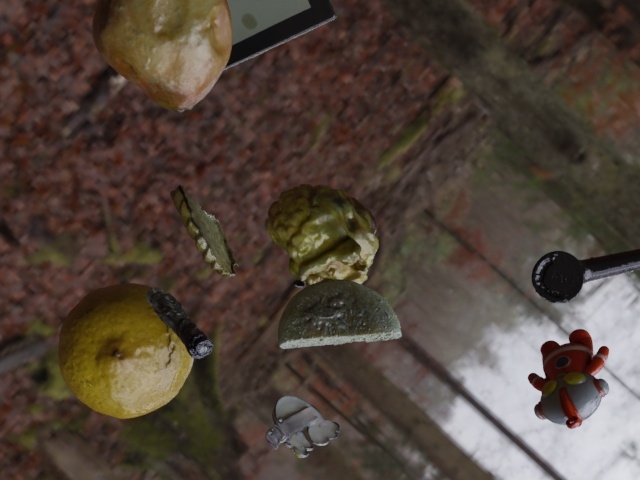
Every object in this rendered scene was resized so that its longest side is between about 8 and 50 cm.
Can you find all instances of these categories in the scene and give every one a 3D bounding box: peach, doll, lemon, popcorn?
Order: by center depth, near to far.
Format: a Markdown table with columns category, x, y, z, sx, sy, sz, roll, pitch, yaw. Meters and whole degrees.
| category | x | y | z | sx | sy | sz | roll | pitch | yaw |
| --- | --- | --- | --- | --- | --- | --- | --- | --- | --- |
| peach | -0.240 | -0.316 | 1.655 | 0.214 | 0.235 | 0.214 | -15 | 180 | 0 |
| popcorn | 0.003 | 0.000 | 1.881 | 0.218 | 0.189 | 0.169 | 11 | 140 | -44 |
| lemon | -0.382 | 0.215 | 2.112 | 0.293 | 0.293 | 0.293 | -48 | 179 | -1 |
| doll | 0.553 | 0.315 | 2.391 | 0.200 | 0.105 | 0.336 | -24 | -159 | 21 |

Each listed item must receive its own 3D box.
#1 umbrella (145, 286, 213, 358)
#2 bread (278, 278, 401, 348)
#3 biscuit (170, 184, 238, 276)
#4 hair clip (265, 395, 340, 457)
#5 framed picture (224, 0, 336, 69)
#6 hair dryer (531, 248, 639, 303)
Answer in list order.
| category | x | y | z | sx | sy | sz | roll | pitch | yaw |
| --- | --- | --- | --- | --- | --- | --- | --- | --- | --- |
| umbrella | -0.235 | 0.131 | 1.785 | 0.046 | 0.188 | 0.050 | 22 | 103 | -42 |
| bread | 0.026 | 0.107 | 1.678 | 0.036 | 0.193 | 0.112 | 97 | -13 | -58 |
| biscuit | -0.239 | -0.003 | 2.280 | 0.036 | 0.187 | 0.273 | -28 | 156 | 4 |
| hair clip | -0.039 | 0.329 | 1.928 | 0.049 | 0.116 | 0.172 | -42 | 166 | 27 |
| framed picture | -0.178 | -0.432 | 1.845 | 0.347 | 0.265 | 0.016 | -24 | 180 | 8 |
| hair dryer | 0.491 | 0.048 | 1.845 | 0.251 | 0.089 | 0.197 | -12 | 175 | 11 |
